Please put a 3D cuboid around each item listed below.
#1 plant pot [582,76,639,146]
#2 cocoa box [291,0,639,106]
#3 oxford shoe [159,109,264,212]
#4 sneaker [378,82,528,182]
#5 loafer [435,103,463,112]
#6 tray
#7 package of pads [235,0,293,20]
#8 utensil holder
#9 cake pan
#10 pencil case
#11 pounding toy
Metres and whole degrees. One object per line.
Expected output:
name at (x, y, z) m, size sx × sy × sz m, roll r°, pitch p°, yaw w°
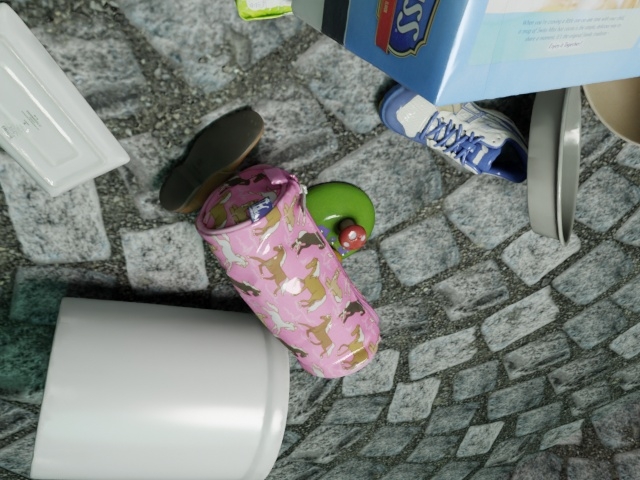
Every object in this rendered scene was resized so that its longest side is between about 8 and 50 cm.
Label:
plant pot at (0.609, -0.310, 0.869) m, size 0.274 × 0.256 × 0.256 m, roll -25°, pitch 136°, yaw -19°
cocoa box at (0.185, -0.285, 0.494) m, size 0.347 × 0.228 × 0.231 m, roll -16°, pitch 136°, yaw -30°
oxford shoe at (-0.164, -0.125, 0.887) m, size 0.212 × 0.076 × 0.076 m, roll -40°, pitch 161°, yaw 15°
sneaker at (0.240, -0.179, 0.916) m, size 0.297 × 0.130 × 0.111 m, roll 11°, pitch 128°, yaw -25°
loafer at (0.124, -0.291, 0.800) m, size 0.092 × 0.101 × 0.268 m, roll -22°, pitch 122°, yaw 29°
tray at (-0.405, -0.175, 0.774) m, size 0.145 × 0.030 × 0.270 m, roll -24°, pitch 134°, yaw 5°
package of pads at (-0.067, -0.398, 0.547) m, size 0.101 × 0.229 × 0.296 m, roll -11°, pitch 133°, yaw -9°
utensil holder at (-0.294, 0.272, 1.018) m, size 0.386 × 0.327 × 0.327 m, roll 11°, pitch 126°, yaw -23°
cake pan at (0.398, -0.135, 0.936) m, size 0.054 × 0.293 × 0.293 m, roll 4°, pitch 142°, yaw 29°
pencil case at (-0.038, 0.065, 0.917) m, size 0.167 × 0.160 × 0.386 m, roll 0°, pitch 134°, yaw 39°
pounding toy at (0.000, 0.000, 1.011) m, size 0.237 × 0.110 × 0.182 m, roll -8°, pitch 132°, yaw -12°
